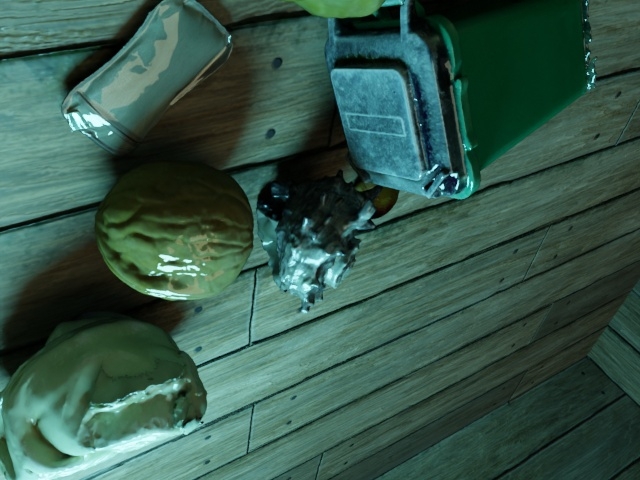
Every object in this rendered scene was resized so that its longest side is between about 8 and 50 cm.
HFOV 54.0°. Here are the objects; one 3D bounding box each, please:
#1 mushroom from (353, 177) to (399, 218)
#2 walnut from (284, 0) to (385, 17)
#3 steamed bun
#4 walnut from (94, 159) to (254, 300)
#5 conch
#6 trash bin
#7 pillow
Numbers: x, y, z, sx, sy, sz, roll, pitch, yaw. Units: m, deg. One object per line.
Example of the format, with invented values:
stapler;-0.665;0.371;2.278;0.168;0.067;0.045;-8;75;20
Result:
mushroom;0.107;-0.089;1.246;0.123;0.052;0.123;-24;138;-24
walnut;-0.016;-0.375;0.629;0.253;0.277;0.282;-28;164;-7
steamed bun;-0.352;0.234;1.022;0.394;0.237;0.346;-25;168;26
walnut;-0.208;-0.017;0.902;0.228;0.228;0.228;-25;142;-21
conch;-0.010;0.007;1.056;0.186;0.313;0.241;21;73;-26
trash bin;0.217;-0.267;0.969;0.381;0.259;0.295;-30;118;-27
pillow;-0.223;-0.212;0.816;0.232;0.038;0.130;-45;142;5
